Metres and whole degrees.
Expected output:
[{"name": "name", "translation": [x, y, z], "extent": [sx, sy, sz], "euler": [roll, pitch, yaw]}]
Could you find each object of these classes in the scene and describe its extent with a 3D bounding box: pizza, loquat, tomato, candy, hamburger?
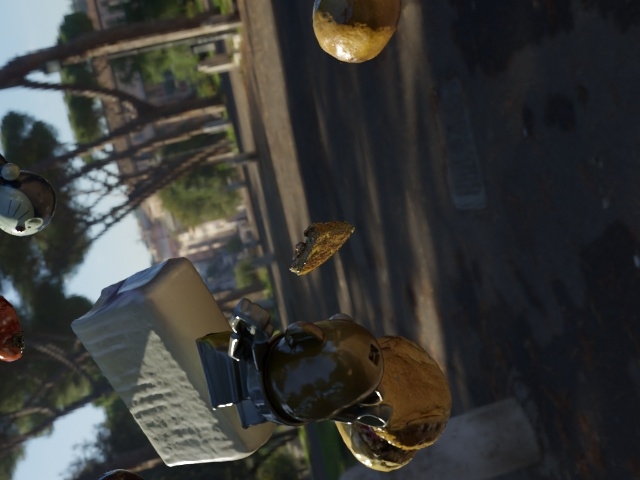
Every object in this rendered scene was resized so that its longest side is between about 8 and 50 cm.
[{"name": "pizza", "translation": [0.000, 0.000, 2.059], "extent": [0.046, 0.175, 0.134], "euler": [44, 159, 28]}, {"name": "loquat", "translation": [0.077, -0.484, 1.976], "extent": [0.176, 0.187, 0.234], "euler": [-94, 18, -54]}, {"name": "tomato", "translation": [-0.726, 0.206, 2.040], "extent": [0.139, 0.091, 0.159], "euler": [33, 135, 33]}, {"name": "candy", "translation": [-0.248, 0.221, 1.602], "extent": [0.358, 0.208, 0.145], "euler": [61, -151, -18]}, {"name": "hamburger", "translation": [0.128, 0.315, 1.795], "extent": [0.163, 0.244, 0.244], "euler": [-46, 51, 40]}]

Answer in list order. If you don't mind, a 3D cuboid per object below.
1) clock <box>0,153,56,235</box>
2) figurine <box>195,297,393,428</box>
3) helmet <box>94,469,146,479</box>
[{"name": "clock", "translation": [-0.718, -0.116, 2.097], "extent": [0.199, 0.243, 0.146], "euler": [-34, 22, 46]}, {"name": "figurine", "translation": [-0.029, 0.203, 1.427], "extent": [0.285, 0.342, 0.167], "euler": [-17, 66, 41]}, {"name": "helmet", "translation": [-0.404, 0.518, 1.842], "extent": [0.106, 0.175, 0.155], "euler": [61, -138, -23]}]
